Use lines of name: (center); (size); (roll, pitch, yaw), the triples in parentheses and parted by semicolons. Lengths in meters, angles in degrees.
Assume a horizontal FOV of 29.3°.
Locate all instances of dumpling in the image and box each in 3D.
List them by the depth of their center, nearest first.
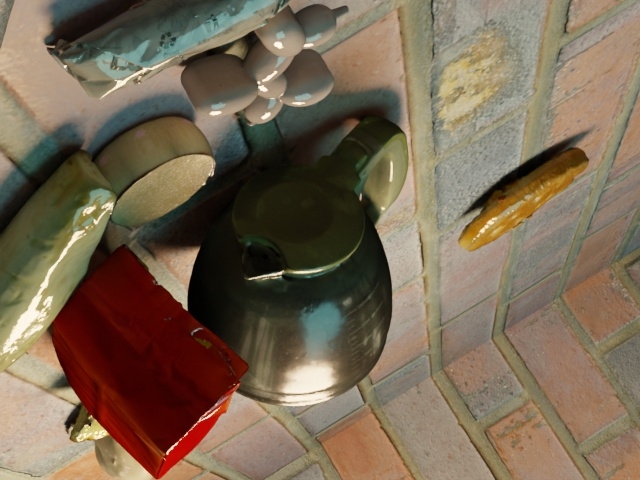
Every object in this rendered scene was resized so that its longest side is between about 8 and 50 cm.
dumpling: (-0.295, 0.292, 1.841); (0.172, 0.142, 0.247); (5, 167, 0)

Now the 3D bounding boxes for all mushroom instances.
mushroom: (-0.287, 0.041, 1.173); (0.333, 0.087, 0.107); (-45, 160, 28)

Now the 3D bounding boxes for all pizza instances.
pizza: (0.321, -0.071, 1.981); (0.246, 0.058, 0.127); (-39, 161, 17)

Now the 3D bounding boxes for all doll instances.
doll: (-0.042, -0.155, 1.093); (0.161, 0.059, 0.160); (-44, 159, 32)

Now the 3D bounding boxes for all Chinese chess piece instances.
Chinese chess piece: (-0.160, -0.065, 1.155); (0.122, 0.051, 0.122); (-31, 164, -10)

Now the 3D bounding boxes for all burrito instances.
burrito: (-0.107, -0.168, 0.943); (0.203, 0.064, 0.064); (-28, 163, -11)

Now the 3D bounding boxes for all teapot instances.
teapot: (0.007, 0.019, 1.386); (0.321, 0.239, 0.239); (-21, 150, -20)

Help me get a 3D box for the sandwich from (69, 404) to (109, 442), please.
sandwich: (-0.248, 0.200, 1.695); (0.244, 0.088, 0.090); (-10, 144, -43)

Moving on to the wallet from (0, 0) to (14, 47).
wallet: (-0.295, -0.127, 0.767); (0.222, 0.036, 0.167); (-22, 160, -35)

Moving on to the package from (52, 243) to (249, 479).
package: (-0.196, 0.148, 1.362); (0.123, 0.196, 0.423); (-43, 176, -18)
